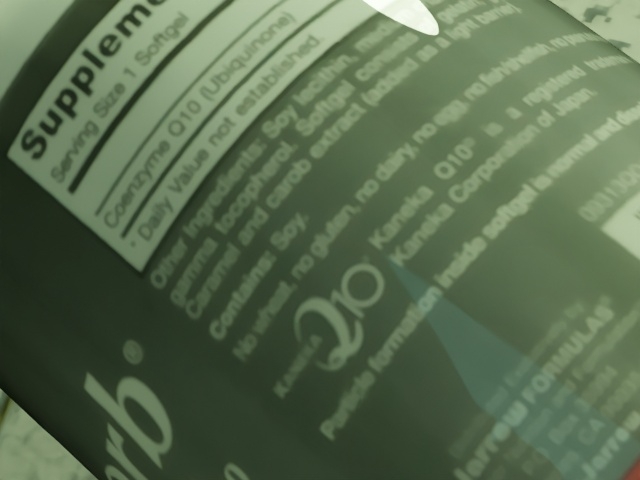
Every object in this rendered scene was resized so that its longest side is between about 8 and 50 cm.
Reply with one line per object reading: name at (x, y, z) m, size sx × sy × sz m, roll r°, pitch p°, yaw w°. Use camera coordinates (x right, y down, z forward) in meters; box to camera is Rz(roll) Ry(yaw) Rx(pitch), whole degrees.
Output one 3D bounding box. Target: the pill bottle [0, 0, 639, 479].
pill bottle at (0.000, 0.000, 0.583) m, size 0.363 × 0.210 × 0.210 m, roll 39°, pitch 92°, yaw 21°
